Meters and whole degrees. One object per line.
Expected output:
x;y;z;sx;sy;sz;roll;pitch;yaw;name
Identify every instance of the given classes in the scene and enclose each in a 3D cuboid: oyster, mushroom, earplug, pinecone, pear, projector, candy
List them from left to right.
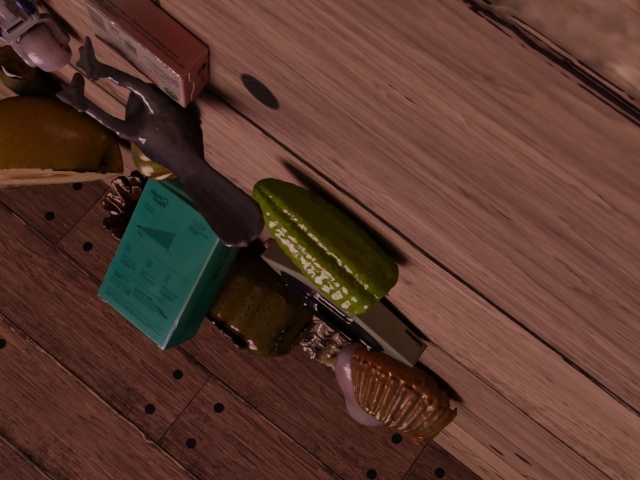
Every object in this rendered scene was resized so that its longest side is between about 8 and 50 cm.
-0.682;-0.365;1.472;0.100;0.081;0.312;41;170;-5;mushroom
-0.655;-0.230;1.451;0.386;0.191;0.340;-3;180;13;pear
-0.434;-0.066;1.566;0.229;0.202;0.201;39;-159;-17;pinecone
-0.020;0.270;1.790;0.238;0.115;0.351;26;163;48;oyster
0.000;0.000;0.767;0.209;0.097;0.097;42;168;-7;candy
0.031;0.113;1.125;0.257;0.079;0.259;43;169;-25;projector
0.117;0.364;1.669;0.172;0.172;0.301;31;160;32;earplug

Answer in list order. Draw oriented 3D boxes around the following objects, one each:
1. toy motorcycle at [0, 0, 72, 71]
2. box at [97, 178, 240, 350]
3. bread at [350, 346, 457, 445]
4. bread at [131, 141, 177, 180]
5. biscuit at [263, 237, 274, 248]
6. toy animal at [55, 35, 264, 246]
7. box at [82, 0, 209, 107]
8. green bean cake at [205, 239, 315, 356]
-0.443;-0.337;0.854;0.112;0.112;0.254;29;167;38;toy motorcycle
-0.300;0.039;1.288;0.205;0.311;0.118;34;-161;15;box
0.177;0.349;1.422;0.274;0.149;0.274;30;168;7;bread
-0.257;-0.141;1.015;0.083;0.094;0.157;39;161;19;bread
-0.042;0.065;1.299;0.133;0.027;0.184;29;165;44;biscuit
-0.186;-0.132;0.699;0.206;0.081;0.367;34;-170;-31;toy animal
-0.174;-0.201;0.637;0.125;0.043;0.089;39;168;-5;box
-0.157;0.114;1.473;0.310;0.202;0.285;37;180;12;green bean cake
